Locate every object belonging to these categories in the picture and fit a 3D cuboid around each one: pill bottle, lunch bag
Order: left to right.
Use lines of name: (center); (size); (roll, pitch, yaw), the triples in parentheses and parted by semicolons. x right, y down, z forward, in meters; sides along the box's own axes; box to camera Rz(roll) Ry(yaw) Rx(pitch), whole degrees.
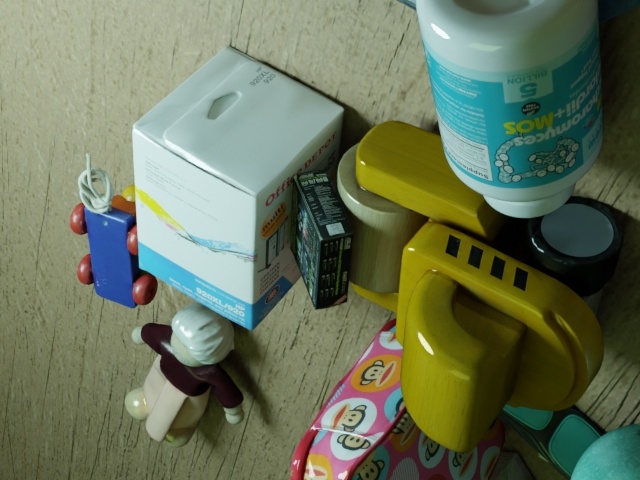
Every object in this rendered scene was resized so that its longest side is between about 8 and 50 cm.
lunch bag: (0.107, 0.258, 1.523); (0.120, 0.293, 0.258); (0, 127, 39)
pill bottle: (0.170, -0.133, 1.148); (0.146, 0.146, 0.264); (22, 153, 27)

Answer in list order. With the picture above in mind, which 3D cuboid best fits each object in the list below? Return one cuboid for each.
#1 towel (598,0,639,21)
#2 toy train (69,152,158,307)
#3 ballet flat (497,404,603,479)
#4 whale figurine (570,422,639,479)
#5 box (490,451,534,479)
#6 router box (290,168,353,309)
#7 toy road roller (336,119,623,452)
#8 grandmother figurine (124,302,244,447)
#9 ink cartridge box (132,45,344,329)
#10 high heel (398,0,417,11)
towel: (0.227, -0.243, 1.096); (0.067, 0.029, 0.119); (-15, 115, 51)
toy train: (-0.237, -0.048, 1.672); (0.105, 0.143, 0.248); (18, 134, 18)
ballet flat: (0.260, 0.213, 1.528); (0.203, 0.074, 0.074); (40, 146, -8)
whale figurine: (0.343, 0.332, 1.422); (0.141, 0.216, 0.272); (-9, 107, 1)
box: (0.287, 0.407, 1.704); (0.067, 0.063, 0.324); (-5, 124, 48)
router box: (0.000, 0.000, 1.391); (0.122, 0.038, 0.092); (95, 157, -51)
toy road roller: (0.127, 0.056, 1.328); (0.329, 0.240, 0.202); (27, 142, 21)
grandmother figurine: (-0.194, 0.194, 1.919); (0.208, 0.104, 0.342); (30, 147, 3)
ink cartridge box: (-0.092, -0.058, 1.482); (0.168, 0.171, 0.233); (29, 144, 19)
high heel: (0.123, -0.302, 1.121); (0.186, 0.093, 0.261); (22, 133, -10)
